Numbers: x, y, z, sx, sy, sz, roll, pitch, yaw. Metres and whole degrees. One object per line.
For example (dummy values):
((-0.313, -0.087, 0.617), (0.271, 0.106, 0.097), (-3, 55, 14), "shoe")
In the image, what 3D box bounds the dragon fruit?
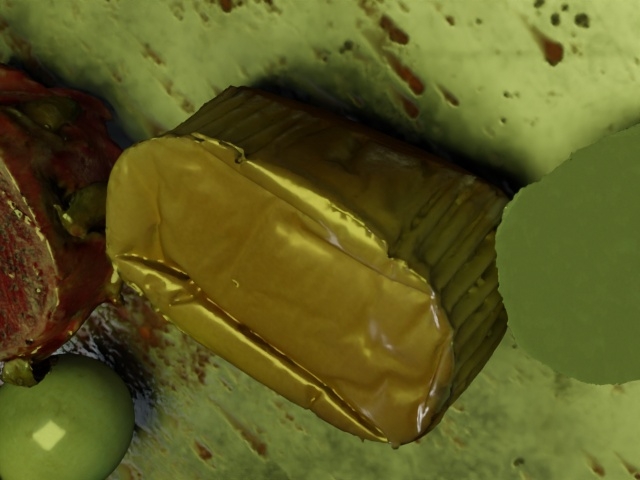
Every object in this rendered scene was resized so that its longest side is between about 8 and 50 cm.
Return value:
((-0.232, -0.036, 1.364), (0.211, 0.147, 0.282), (-10, 103, 39), "dragon fruit")

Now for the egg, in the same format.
((-0.214, 0.153, 1.438), (0.114, 0.114, 0.152), (50, 129, 0), "egg")

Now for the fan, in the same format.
((0.243, 0.067, 1.201), (0.182, 0.010, 0.310), (-35, 107, 3), "fan")

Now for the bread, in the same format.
((0.000, 0.000, 1.247), (0.288, 0.156, 0.204), (25, 130, 15), "bread")
